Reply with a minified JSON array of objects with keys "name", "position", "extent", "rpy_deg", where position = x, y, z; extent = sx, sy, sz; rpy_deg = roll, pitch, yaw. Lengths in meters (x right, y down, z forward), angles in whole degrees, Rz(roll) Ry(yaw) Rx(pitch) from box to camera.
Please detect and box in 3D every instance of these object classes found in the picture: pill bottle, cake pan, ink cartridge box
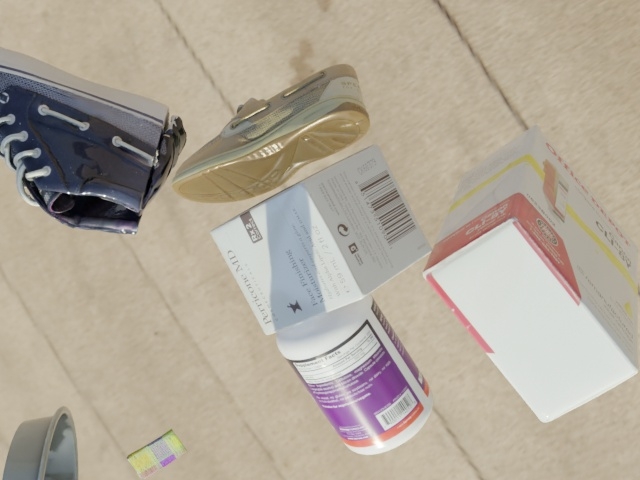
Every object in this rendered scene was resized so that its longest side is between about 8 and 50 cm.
[{"name":"pill bottle","position":[0.046,0.196,1.889],"extent":[0.181,0.181,0.323],"rpy_deg":[-12,119,44]},{"name":"cake pan","position":[-0.359,0.359,1.415],"extent":[0.054,0.293,0.293],"rpy_deg":[2,120,-3]},{"name":"ink cartridge box","position":[0.321,0.031,1.616],"extent":[0.160,0.385,0.279],"rpy_deg":[-36,101,27]}]

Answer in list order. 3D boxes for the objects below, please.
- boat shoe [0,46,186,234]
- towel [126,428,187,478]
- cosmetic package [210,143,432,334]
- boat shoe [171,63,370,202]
[{"name":"boat shoe","position":[-0.339,-0.117,1.306],"extent":[0.340,0.158,0.127],"rpy_deg":[13,144,-2]},{"name":"towel","position":[-0.252,0.328,1.701],"extent":[0.009,0.083,0.060],"rpy_deg":[49,168,50]},{"name":"cosmetic package","position":[0.000,0.000,1.339],"extent":[0.183,0.151,0.151],"rpy_deg":[-26,93,45]},{"name":"boat shoe","position":[-0.081,-0.157,1.689],"extent":[0.341,0.121,0.110],"rpy_deg":[-22,60,22]}]
